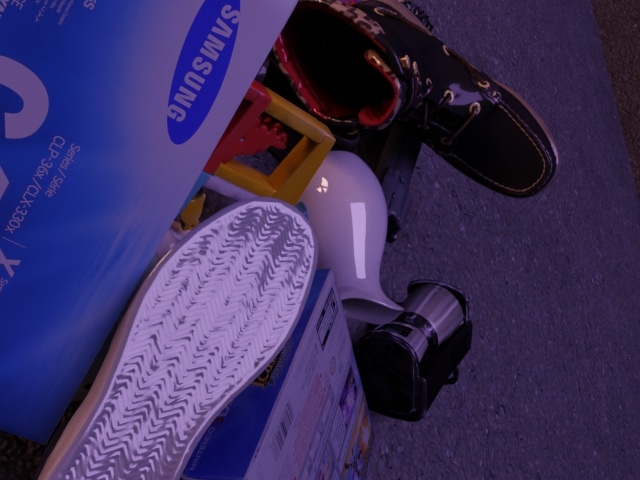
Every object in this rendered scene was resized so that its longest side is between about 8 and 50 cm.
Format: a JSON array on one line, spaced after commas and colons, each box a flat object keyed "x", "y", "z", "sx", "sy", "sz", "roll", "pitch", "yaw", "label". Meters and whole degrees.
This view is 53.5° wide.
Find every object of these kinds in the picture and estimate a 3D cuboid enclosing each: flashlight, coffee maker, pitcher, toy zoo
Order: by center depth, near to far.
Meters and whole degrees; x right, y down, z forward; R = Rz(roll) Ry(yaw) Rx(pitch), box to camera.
[{"x": -0.117, "y": -0.075, "z": 0.609, "sx": 0.293, "sy": 0.192, "sz": 0.030, "roll": 23, "pitch": 28, "yaw": -42, "label": "toy zoo"}, {"x": 0.000, "y": 0.000, "z": 0.775, "sx": 0.177, "sy": 0.125, "sz": 0.207, "roll": -2, "pitch": 68, "yaw": -16, "label": "pitcher"}, {"x": 0.134, "y": 0.163, "z": 0.858, "sx": 0.178, "sy": 0.120, "sz": 0.171, "roll": -35, "pitch": 103, "yaw": -49, "label": "coffee maker"}, {"x": 0.123, "y": -0.128, "z": 0.986, "sx": 0.103, "sy": 0.103, "sz": 0.304, "roll": 43, "pitch": 52, "yaw": -29, "label": "flashlight"}]

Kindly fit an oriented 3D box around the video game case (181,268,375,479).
[{"x": -0.019, "y": 0.202, "z": 0.609, "sx": 0.269, "sy": 0.061, "sz": 0.244, "roll": -64, "pitch": 145, "yaw": -55, "label": "video game case"}]

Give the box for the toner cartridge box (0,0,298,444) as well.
[{"x": -0.175, "y": -0.052, "z": 0.420, "sx": 0.165, "sy": 0.075, "sz": 0.348, "roll": 28, "pitch": 96, "yaw": -21, "label": "toner cartridge box"}]

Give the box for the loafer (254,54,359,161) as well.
[{"x": -0.071, "y": -0.194, "z": 0.776, "sx": 0.302, "sy": 0.095, "sz": 0.109, "roll": 36, "pitch": 51, "yaw": -36, "label": "loafer"}]

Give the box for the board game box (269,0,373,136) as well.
[{"x": -0.020, "y": -0.334, "z": 0.934, "sx": 0.347, "sy": 0.056, "sz": 0.208, "roll": 36, "pitch": 46, "yaw": -35, "label": "board game box"}]

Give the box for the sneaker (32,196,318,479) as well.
[{"x": -0.121, "y": 0.099, "z": 0.476, "sx": 0.108, "sy": 0.169, "sz": 0.292, "roll": 39, "pitch": 67, "yaw": -13, "label": "sneaker"}]

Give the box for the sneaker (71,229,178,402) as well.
[{"x": -0.153, "y": 0.109, "z": 0.590, "sx": 0.151, "sy": 0.094, "sz": 0.256, "roll": -34, "pitch": 131, "yaw": -12, "label": "sneaker"}]

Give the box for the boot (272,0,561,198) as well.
[{"x": 0.126, "y": -0.176, "z": 0.802, "sx": 0.377, "sy": 0.138, "sz": 0.284, "roll": 48, "pitch": 30, "yaw": 8, "label": "boot"}]

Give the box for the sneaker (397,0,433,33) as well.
[{"x": 0.156, "y": -0.315, "z": 1.075, "sx": 0.085, "sy": 0.086, "sz": 0.237, "roll": -61, "pitch": 146, "yaw": -7, "label": "sneaker"}]
